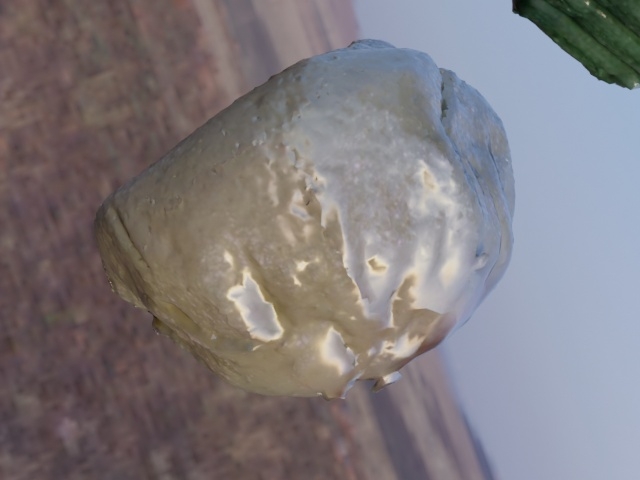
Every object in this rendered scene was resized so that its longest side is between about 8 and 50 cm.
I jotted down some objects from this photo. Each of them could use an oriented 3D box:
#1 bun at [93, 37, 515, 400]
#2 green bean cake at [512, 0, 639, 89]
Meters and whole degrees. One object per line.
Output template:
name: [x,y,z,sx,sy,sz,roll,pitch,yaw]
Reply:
bun: [0.010,-0.007,1.159,0.205,0.281,0.281,53,3,0]
green bean cake: [0.226,-0.190,1.005,0.107,0.193,0.208,43,-17,-5]
